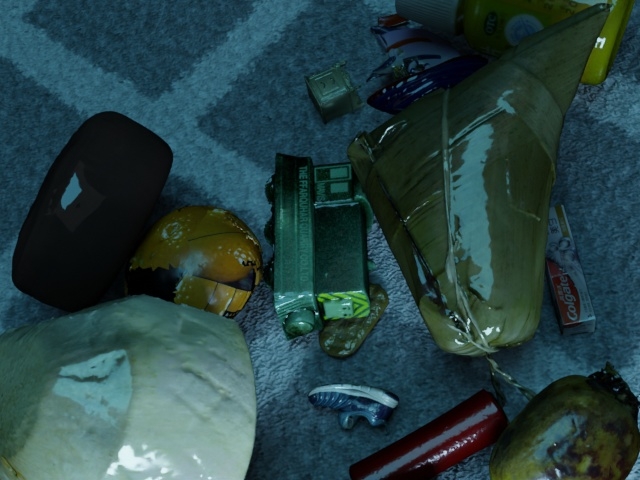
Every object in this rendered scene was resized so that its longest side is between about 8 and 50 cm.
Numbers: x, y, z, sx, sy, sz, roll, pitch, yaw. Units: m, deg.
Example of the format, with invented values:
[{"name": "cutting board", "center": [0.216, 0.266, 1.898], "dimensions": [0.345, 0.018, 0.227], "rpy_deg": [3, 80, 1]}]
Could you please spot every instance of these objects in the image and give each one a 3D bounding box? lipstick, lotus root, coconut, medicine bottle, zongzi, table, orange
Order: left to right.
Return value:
[{"name": "coconut", "center": [-0.268, 0.252, 1.561], "dimensions": [0.415, 0.415, 0.345], "rpy_deg": [9, 82, 16]}, {"name": "orange", "center": [-0.202, 0.051, 1.758], "dimensions": [0.234, 0.182, 0.234], "rpy_deg": [-17, 30, 10]}, {"name": "table", "center": [0.025, -0.271, 1.995], "dimensions": [0.083, 0.062, 0.079], "rpy_deg": [-23, 58, -4]}, {"name": "lipstick", "center": [0.159, 0.303, 1.592], "dimensions": [0.241, 0.080, 0.080], "rpy_deg": [-30, 58, 0]}, {"name": "medicine bottle", "center": [0.340, -0.424, 1.911], "dimensions": [0.384, 0.224, 0.224], "rpy_deg": [20, 65, 13]}, {"name": "zongzi", "center": [0.312, -0.063, 1.604], "dimensions": [0.467, 0.218, 0.500], "rpy_deg": [-35, 57, 22]}, {"name": "lotus root", "center": [0.334, 0.301, 1.524], "dimensions": [0.314, 0.141, 0.169], "rpy_deg": [-44, 103, -9]}]

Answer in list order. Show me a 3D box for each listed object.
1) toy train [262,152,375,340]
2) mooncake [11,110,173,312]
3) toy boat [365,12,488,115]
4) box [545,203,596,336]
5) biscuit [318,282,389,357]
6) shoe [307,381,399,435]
[{"name": "toy train", "center": [0.000, 0.000, 1.788], "dimensions": [0.178, 0.138, 0.330], "rpy_deg": [-5, 56, 5]}, {"name": "mooncake", "center": [-0.382, -0.054, 1.819], "dimensions": [0.174, 0.334, 0.326], "rpy_deg": [27, 94, -16]}, {"name": "toy boat", "center": [0.192, -0.323, 1.988], "dimensions": [0.219, 0.072, 0.318], "rpy_deg": [-4, 40, 11]}, {"name": "box", "center": [0.384, 0.045, 1.744], "dimensions": [0.055, 0.039, 0.218], "rpy_deg": [-9, 57, 4]}, {"name": "biscuit", "center": [0.054, 0.127, 1.771], "dimensions": [0.071, 0.018, 0.147], "rpy_deg": [24, 65, 28]}, {"name": "shoe", "center": [0.048, 0.252, 1.675], "dimensions": [0.143, 0.064, 0.071], "rpy_deg": [7, 79, 21]}]
